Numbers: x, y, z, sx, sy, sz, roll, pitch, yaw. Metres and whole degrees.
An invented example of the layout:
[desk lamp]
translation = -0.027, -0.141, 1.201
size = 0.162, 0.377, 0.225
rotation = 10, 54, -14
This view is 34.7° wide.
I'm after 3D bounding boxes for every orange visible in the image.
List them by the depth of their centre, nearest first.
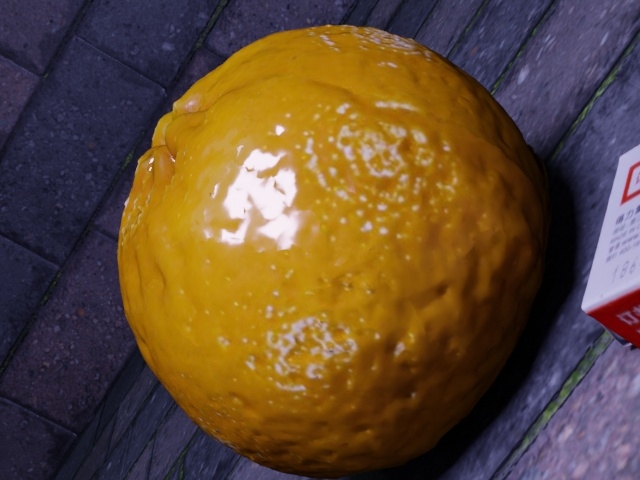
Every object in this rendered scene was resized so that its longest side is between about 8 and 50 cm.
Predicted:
[orange]
translation = 0.000, 0.000, 0.778
size = 0.340, 0.293, 0.340
rotation = -54, 17, 24

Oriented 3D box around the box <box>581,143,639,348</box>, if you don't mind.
[box]
translation = 0.229, -0.030, 0.532
size = 0.229, 0.050, 0.123
rotation = -40, 21, 56
